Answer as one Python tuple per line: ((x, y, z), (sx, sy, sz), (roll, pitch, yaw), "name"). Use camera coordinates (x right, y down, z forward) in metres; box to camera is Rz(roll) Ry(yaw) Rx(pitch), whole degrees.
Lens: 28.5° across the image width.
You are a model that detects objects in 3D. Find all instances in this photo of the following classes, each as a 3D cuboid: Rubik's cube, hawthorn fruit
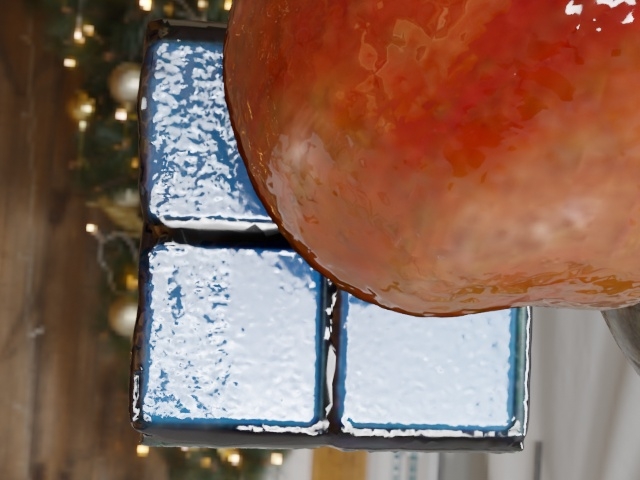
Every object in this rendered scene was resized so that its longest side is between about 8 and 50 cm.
((0.001, 0.000, 0.597), (0.167, 0.183, 0.180), (3, 177, -4), "Rubik's cube")
((0.072, -0.088, 0.396), (0.196, 0.196, 0.225), (5, 136, -16), "hawthorn fruit")

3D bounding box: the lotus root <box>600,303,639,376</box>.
((0.219, 0.038, 0.672), (0.209, 0.120, 0.120), (49, 159, -15), "lotus root")
